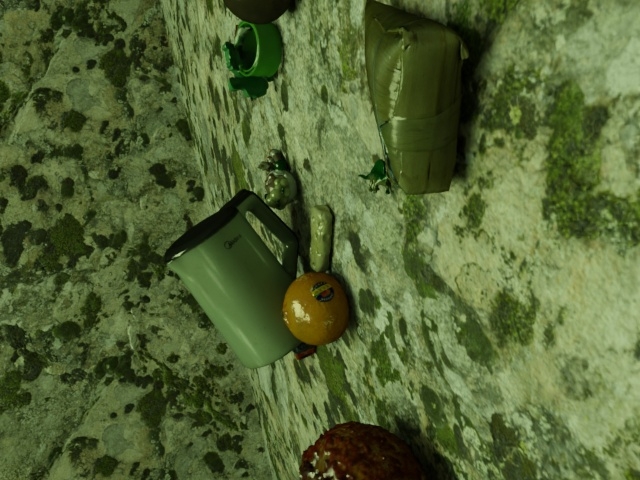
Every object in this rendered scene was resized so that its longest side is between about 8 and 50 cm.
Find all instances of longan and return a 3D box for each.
[{"bbox_3d":[-0.139,-0.552,1.072,0.167,0.168,0.187,151,113,-70],"label":"longan"}]

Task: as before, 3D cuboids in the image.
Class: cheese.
[{"bbox_3d":[0.000,0.000,1.244,0.065,0.044,0.193,-122,27,-43],"label":"cheese"}]

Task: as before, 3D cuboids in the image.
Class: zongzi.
[{"bbox_3d":[0.108,-0.208,0.725,0.256,0.115,0.228,-120,20,-51],"label":"zongzi"}]

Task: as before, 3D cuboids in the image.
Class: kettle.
[{"bbox_3d":[-0.180,0.084,1.378,0.250,0.361,0.376,-11,119,50],"label":"kettle"}]

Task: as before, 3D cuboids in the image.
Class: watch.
[{"bbox_3d":[-0.153,-0.455,1.272,0.152,0.131,0.165,-17,83,52],"label":"watch"}]

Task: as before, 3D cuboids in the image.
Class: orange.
[{"bbox_3d":[-0.011,0.164,1.234,0.177,0.155,0.177,42,147,36],"label":"orange"}]

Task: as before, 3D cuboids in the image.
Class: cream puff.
[{"bbox_3d":[0.103,0.518,1.048,0.351,0.229,0.350,27,133,33],"label":"cream puff"}]

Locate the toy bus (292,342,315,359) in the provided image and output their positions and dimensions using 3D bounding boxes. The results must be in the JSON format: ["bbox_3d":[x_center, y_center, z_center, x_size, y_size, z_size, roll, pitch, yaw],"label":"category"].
[{"bbox_3d":[-0.077,0.290,1.607,0.077,0.079,0.174,83,161,-47],"label":"toy bus"}]

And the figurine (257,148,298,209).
[{"bbox_3d":[-0.121,-0.166,1.384,0.197,0.094,0.147,63,146,33],"label":"figurine"}]

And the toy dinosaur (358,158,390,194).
[{"bbox_3d":[0.101,-0.119,0.930,0.120,0.029,0.060,-140,55,-67],"label":"toy dinosaur"}]

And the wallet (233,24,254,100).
[{"bbox_3d":[-0.222,-0.525,1.515,0.103,0.020,0.196,137,117,-68],"label":"wallet"}]
